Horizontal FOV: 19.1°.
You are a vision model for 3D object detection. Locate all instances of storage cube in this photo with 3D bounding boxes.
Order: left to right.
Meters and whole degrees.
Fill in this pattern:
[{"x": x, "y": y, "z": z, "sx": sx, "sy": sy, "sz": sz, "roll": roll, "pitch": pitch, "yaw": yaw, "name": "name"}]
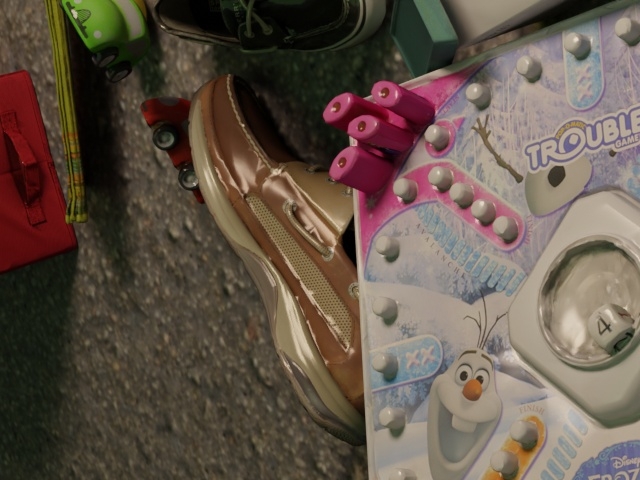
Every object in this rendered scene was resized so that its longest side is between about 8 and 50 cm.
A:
[{"x": -0.380, "y": -0.042, "z": 1.801, "sx": 0.215, "sy": 0.193, "sz": 0.183, "roll": -8, "pitch": 100, "yaw": 47, "name": "storage cube"}]

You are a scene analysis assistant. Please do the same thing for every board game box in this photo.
[{"x": 0.164, "y": 0.036, "z": 1.144, "sx": 0.390, "sy": 0.050, "sz": 0.390, "roll": -19, "pitch": 65, "yaw": 38, "name": "board game box"}]

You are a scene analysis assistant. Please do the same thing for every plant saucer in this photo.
[{"x": 0.070, "y": -0.145, "z": 1.325, "sx": 0.192, "sy": 0.018, "sz": 0.067, "roll": 95, "pitch": 149, "yaw": -83, "name": "plant saucer"}]

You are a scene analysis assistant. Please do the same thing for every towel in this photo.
[{"x": -0.229, "y": -0.140, "z": 1.685, "sx": 0.102, "sy": 0.021, "sz": 0.237, "roll": -113, "pitch": 18, "yaw": -67, "name": "towel"}]

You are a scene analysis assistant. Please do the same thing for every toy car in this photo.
[{"x": -0.152, "y": -0.154, "z": 1.540, "sx": 0.239, "sy": 0.053, "sz": 0.225, "roll": 59, "pitch": -179, "yaw": 12, "name": "toy car"}]

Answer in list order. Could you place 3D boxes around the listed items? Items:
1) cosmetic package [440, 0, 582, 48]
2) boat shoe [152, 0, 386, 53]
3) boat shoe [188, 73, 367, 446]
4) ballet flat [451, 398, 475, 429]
[{"x": 0.183, "y": -0.199, "z": 1.209, "sx": 0.239, "sy": 0.099, "sz": 0.060, "roll": -27, "pitch": 85, "yaw": 49, "name": "cosmetic package"}, {"x": -0.043, "y": -0.179, "z": 1.479, "sx": 0.219, "sy": 0.070, "sz": 0.078, "roll": 3, "pitch": 107, "yaw": 46, "name": "boat shoe"}, {"x": 0.000, "y": 0.000, "z": 1.490, "sx": 0.116, "sy": 0.123, "sz": 0.324, "roll": -32, "pitch": 70, "yaw": 15, "name": "boat shoe"}, {"x": 0.132, "y": 0.153, "z": 1.354, "sx": 0.096, "sy": 0.095, "sz": 0.280, "roll": 40, "pitch": 171, "yaw": 5, "name": "ballet flat"}]
